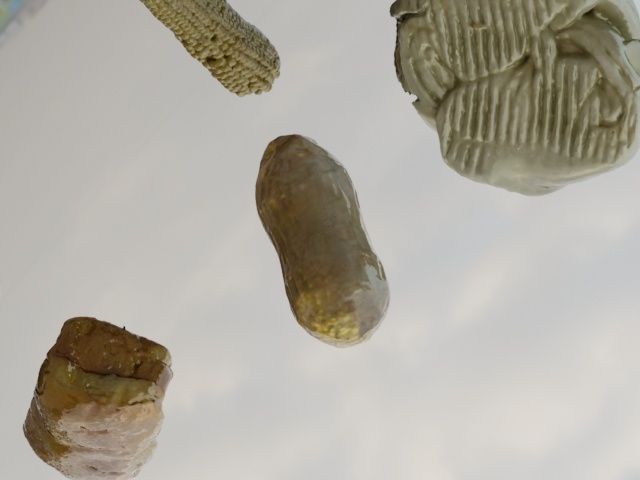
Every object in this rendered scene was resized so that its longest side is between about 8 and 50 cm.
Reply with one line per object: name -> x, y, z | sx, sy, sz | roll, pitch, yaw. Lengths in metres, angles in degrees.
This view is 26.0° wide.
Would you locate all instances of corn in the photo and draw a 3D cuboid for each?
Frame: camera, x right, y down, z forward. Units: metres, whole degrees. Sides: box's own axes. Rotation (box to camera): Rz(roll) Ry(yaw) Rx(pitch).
corn -> -0.155, -0.294, 1.898 | 0.097, 0.320, 0.097 | -17, -124, 26

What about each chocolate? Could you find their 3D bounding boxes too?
chocolate -> 0.000, 0.000, 1.720 | 0.134, 0.134, 0.309 | -40, -127, 28

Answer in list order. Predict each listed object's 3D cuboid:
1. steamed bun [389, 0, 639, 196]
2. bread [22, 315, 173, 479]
steamed bun -> 0.289, -0.249, 1.951 | 0.346, 0.394, 0.237 | -54, 173, 16
bread -> -0.318, 0.245, 1.970 | 0.344, 0.195, 0.148 | 116, -5, -58
